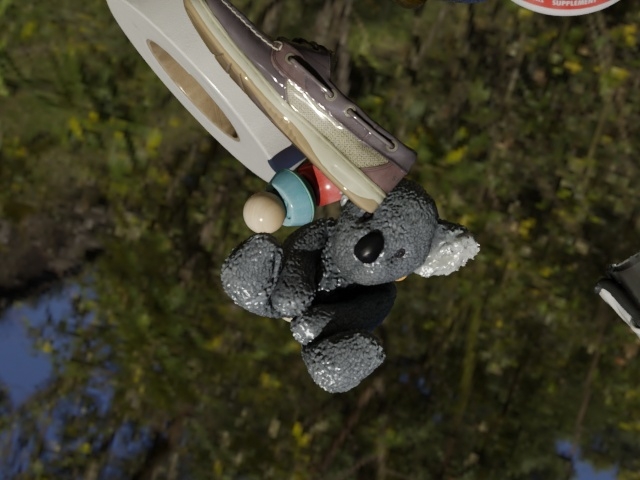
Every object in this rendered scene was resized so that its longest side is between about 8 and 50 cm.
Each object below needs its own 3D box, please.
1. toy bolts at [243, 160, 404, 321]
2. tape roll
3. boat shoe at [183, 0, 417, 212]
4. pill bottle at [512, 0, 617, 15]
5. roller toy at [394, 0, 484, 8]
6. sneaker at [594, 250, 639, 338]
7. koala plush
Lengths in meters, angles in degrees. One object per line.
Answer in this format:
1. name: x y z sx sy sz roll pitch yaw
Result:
1. toy bolts: 0.000 0.000 1.873 0.158 0.229 0.218 -29 -175 -27
2. tape roll: -0.171 -0.249 2.026 0.392 0.072 0.392 46 172 8
3. boat shoe: -0.019 -0.156 1.340 0.285 0.092 0.103 47 178 -1
4. pill bottle: 0.293 -0.451 1.546 0.210 0.210 0.363 21 153 18
5. roller toy: 0.189 -0.430 1.882 0.191 0.209 0.146 -3 -167 -24
6. sneaker: 0.333 0.140 1.136 0.257 0.169 0.447 44 -160 -13
7. koala plush: 0.042 0.016 1.448 0.196 0.221 0.203 44 -166 5
